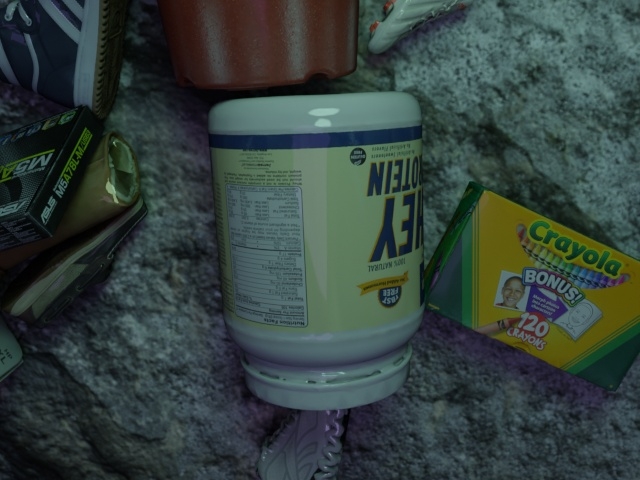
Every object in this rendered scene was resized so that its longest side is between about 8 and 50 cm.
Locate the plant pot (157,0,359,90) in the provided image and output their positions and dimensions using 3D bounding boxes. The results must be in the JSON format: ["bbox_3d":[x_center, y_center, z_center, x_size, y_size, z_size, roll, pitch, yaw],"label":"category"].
[{"bbox_3d":[-0.069,-0.302,0.656,0.272,0.272,0.265,-3,110,1],"label":"plant pot"}]

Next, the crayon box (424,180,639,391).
[{"bbox_3d":[0.283,0.057,0.811,0.278,0.081,0.165,24,102,-5],"label":"crayon box"}]

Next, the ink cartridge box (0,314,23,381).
[{"bbox_3d":[-0.641,0.145,0.795,0.395,0.166,0.285,-27,101,6],"label":"ink cartridge box"}]

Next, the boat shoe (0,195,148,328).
[{"bbox_3d":[-0.305,0.025,0.818,0.223,0.080,0.073,-41,128,-3],"label":"boat shoe"}]

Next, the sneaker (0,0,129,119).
[{"bbox_3d":[-0.300,-0.289,0.714,0.153,0.099,0.282,16,116,-2],"label":"sneaker"}]

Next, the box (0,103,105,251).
[{"bbox_3d":[-0.357,-0.061,0.722,0.191,0.184,0.045,-13,133,21],"label":"box"}]

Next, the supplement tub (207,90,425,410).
[{"bbox_3d":[0.000,0.000,0.723,0.235,0.235,0.325,-3,103,1],"label":"supplement tub"}]

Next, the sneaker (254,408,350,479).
[{"bbox_3d":[-0.026,0.281,0.857,0.118,0.110,0.292,12,102,7],"label":"sneaker"}]

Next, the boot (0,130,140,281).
[{"bbox_3d":[-0.345,0.003,0.743,0.269,0.236,0.089,-25,140,8],"label":"boot"}]

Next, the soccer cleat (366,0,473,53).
[{"bbox_3d":[0.136,-0.287,0.746,0.076,0.068,0.196,42,97,-11],"label":"soccer cleat"}]
